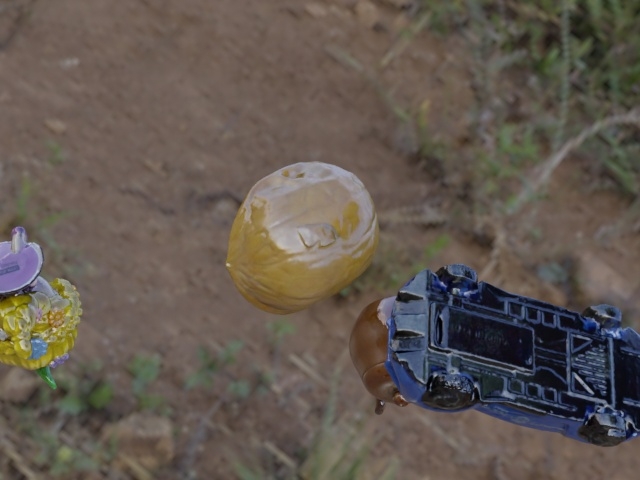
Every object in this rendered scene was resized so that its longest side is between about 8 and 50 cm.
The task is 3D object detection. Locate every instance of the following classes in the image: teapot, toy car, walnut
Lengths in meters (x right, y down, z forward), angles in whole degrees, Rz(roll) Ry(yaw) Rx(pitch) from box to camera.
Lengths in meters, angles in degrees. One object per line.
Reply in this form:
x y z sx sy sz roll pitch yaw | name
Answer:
0.086 0.122 1.660 0.116 0.116 0.173 39 -38 8 | teapot
0.142 0.088 1.117 0.216 0.103 0.063 16 -32 -20 | toy car
0.000 0.000 0.977 0.052 0.121 0.091 7 -63 43 | walnut

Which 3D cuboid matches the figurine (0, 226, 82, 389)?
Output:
-0.249 0.079 1.358 0.156 0.095 0.115 90 -10 -52 | figurine
